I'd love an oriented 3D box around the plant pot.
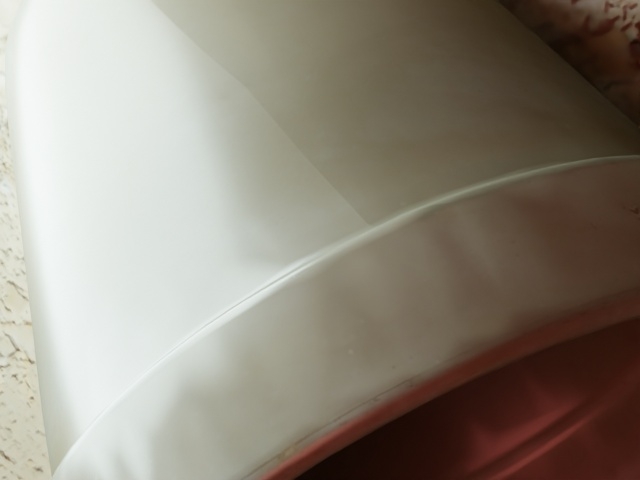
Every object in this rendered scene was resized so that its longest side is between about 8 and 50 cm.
[{"bbox_3d":[0.000,0.000,0.707,0.323,0.323,0.280,-44,61,34],"label":"plant pot"}]
